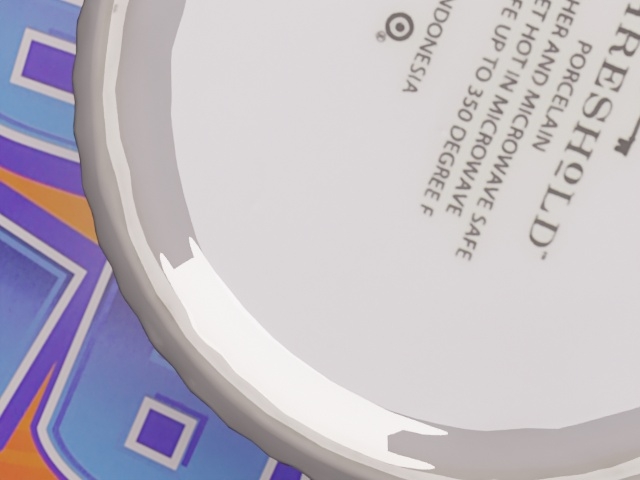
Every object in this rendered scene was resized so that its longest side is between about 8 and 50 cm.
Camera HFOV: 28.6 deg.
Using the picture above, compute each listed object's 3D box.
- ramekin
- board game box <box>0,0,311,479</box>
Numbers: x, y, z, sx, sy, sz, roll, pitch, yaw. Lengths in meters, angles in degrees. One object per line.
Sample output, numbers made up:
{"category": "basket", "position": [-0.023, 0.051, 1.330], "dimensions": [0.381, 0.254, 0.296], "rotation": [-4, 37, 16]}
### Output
{"category": "ramekin", "position": [0.052, -0.042, 0.372], "dimensions": [0.273, 0.127, 0.272], "rotation": [1, 95, 8]}
{"category": "board game box", "position": [0.000, 0.000, 0.628], "dimensions": [0.356, 0.356, 0.356], "rotation": [24, 98, 5]}
